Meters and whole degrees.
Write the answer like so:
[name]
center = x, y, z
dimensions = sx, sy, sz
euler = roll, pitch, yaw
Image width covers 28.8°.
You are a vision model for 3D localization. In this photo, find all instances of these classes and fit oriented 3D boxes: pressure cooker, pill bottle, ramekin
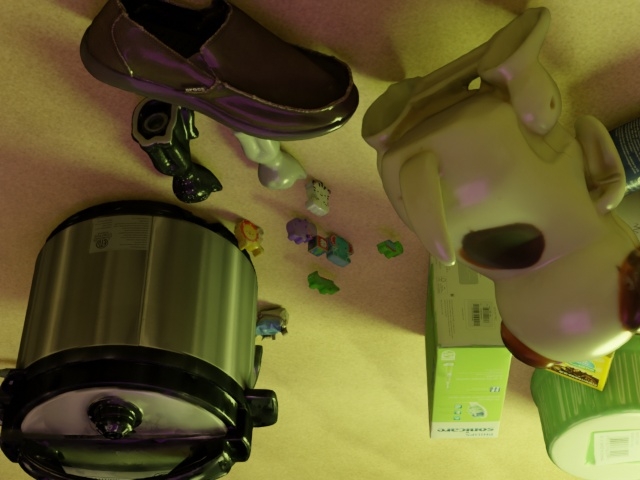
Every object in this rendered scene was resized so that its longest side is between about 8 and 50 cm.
[pressure cooker]
center = -0.287, 0.196, 1.906
dimensions = 0.370, 0.420, 0.375
euler = -31, 132, 34
[pill bottle]
center = 0.465, -0.131, 1.729
dimensions = 0.169, 0.094, 0.094
euler = -26, 135, 30
[ramekin]
center = 0.538, 0.313, 2.255
dimensions = 0.303, 0.148, 0.303
euler = 1, 142, 1

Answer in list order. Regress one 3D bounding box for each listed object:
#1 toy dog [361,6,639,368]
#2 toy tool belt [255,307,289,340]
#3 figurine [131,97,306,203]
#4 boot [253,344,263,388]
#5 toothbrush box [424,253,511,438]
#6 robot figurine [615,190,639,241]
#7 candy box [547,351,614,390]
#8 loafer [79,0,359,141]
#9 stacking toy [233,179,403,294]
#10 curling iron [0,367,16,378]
[toy dog]
center = 0.273, -0.031, 1.586
dimensions = 0.285, 0.395, 0.408
euler = -31, 110, 23
[toy tool belt]
center = -0.093, 0.147, 2.135
dimensions = 0.083, 0.051, 0.052
euler = -11, 140, 15
[figurine]
center = -0.134, -0.125, 1.772
dimensions = 0.215, 0.092, 0.209
euler = -7, 149, 9
[boot]
center = -0.212, 0.249, 2.249
dimensions = 0.179, 0.085, 0.236
euler = 13, 138, -10
[toothbrush box]
center = 0.234, 0.165, 2.026
dimensions = 0.122, 0.206, 0.283
euler = 0, 141, 1
[robot figurine]
center = 0.538, 0.014, 1.847
dimensions = 0.278, 0.173, 0.209
euler = 4, 119, -5
[candy box]
center = 0.392, 0.184, 2.124
dimensions = 0.206, 0.027, 0.105
euler = 20, 143, 18
[loafer]
center = -0.118, -0.229, 1.585
dimensions = 0.366, 0.133, 0.130
euler = 11, 141, -13
[stacking toy]
center = 0.000, 0.000, 1.951
dimensions = 0.167, 0.052, 0.221
euler = -30, 135, 36
[curling iron]
center = -0.449, 0.239, 2.276
dimensions = 0.274, 0.035, 0.068
euler = 1, 138, -1
